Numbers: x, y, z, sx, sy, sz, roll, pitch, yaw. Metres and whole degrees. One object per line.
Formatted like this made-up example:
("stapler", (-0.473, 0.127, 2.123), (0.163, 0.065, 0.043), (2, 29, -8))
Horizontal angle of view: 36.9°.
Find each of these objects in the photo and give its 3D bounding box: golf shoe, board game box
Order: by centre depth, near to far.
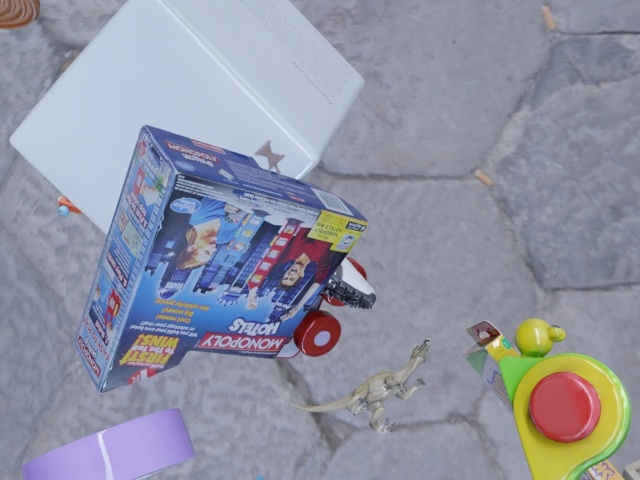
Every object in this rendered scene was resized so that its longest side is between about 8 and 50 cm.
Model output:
("board game box", (-0.091, 0.029, 0.723), (0.194, 0.060, 0.194), (14, 119, -46))
("golf shoe", (0.000, 0.000, 1.156), (0.198, 0.077, 0.094), (39, 73, 7))
("board game box", (0.264, 0.209, 1.166), (0.039, 0.124, 0.259), (-36, 83, -10))

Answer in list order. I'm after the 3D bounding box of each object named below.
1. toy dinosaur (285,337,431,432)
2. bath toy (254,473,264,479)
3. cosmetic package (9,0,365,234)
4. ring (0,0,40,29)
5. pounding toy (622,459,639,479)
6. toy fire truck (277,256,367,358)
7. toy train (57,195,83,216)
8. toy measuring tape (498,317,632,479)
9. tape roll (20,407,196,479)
("toy dinosaur", (0.054, 0.176, 1.076), (0.183, 0.093, 0.053), (-26, 107, 4))
("bath toy", (-0.219, 0.524, 1.566), (0.348, 0.151, 0.129), (-30, 105, -6))
("cosmetic package", (-0.178, -0.200, 1.465), (0.327, 0.394, 0.329), (45, 116, -10))
("ring", (-0.386, -0.252, 0.759), (0.336, 0.336, 0.032), (19, 82, -15))
("pounding toy", (0.451, 0.344, 1.252), (0.141, 0.130, 0.100), (-19, 129, -14))
("toy fire truck", (-0.075, 0.096, 1.915), (0.253, 0.169, 0.302), (11, 113, -36))
("toy train", (-0.378, -0.100, 1.671), (0.125, 0.166, 0.046), (18, 139, 24))
("toy measuring tape", (0.272, 0.229, 0.953), (0.121, 0.121, 0.330), (-12, 70, -8))
("tape roll", (-0.349, 0.368, 1.593), (0.274, 0.275, 0.090), (-21, 79, -6))
